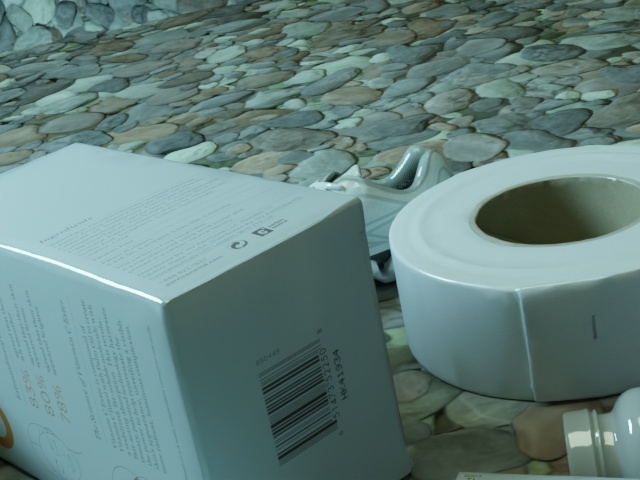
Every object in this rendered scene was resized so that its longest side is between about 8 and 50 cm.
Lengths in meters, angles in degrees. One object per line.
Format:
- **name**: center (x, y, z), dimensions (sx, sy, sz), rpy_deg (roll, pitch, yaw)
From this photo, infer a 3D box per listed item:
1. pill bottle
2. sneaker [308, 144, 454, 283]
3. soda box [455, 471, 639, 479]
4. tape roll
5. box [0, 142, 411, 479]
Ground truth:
- **pill bottle**: center (0.232, 0.128, 0.803), dimensions (0.160, 0.087, 0.087), rpy_deg (-9, 22, 9)
- **sneaker**: center (0.000, 0.000, 1.193), dimensions (0.292, 0.118, 0.110), rpy_deg (-22, 26, -19)
- **soda box**: center (0.176, 0.179, 0.727), dimensions (0.216, 0.073, 0.069), rpy_deg (-2, 24, 22)
- **tape roll**: center (0.201, 0.018, 1.070), dimensions (0.286, 0.100, 0.286), rpy_deg (-9, 22, 4)
- **box**: center (-0.126, 0.071, 0.957), dimensions (0.168, 0.215, 0.345), rpy_deg (-29, 28, -36)
